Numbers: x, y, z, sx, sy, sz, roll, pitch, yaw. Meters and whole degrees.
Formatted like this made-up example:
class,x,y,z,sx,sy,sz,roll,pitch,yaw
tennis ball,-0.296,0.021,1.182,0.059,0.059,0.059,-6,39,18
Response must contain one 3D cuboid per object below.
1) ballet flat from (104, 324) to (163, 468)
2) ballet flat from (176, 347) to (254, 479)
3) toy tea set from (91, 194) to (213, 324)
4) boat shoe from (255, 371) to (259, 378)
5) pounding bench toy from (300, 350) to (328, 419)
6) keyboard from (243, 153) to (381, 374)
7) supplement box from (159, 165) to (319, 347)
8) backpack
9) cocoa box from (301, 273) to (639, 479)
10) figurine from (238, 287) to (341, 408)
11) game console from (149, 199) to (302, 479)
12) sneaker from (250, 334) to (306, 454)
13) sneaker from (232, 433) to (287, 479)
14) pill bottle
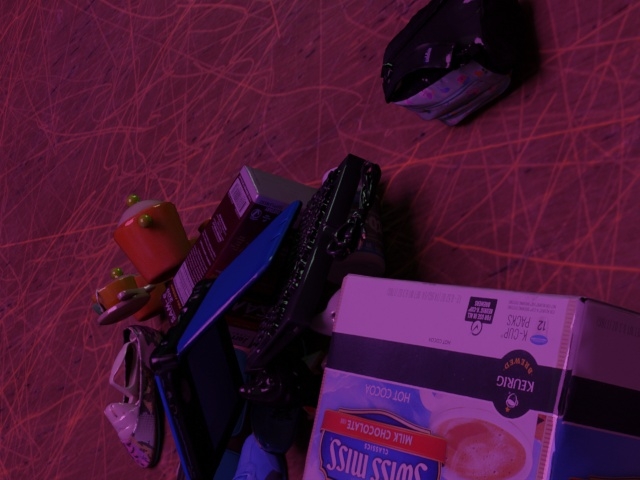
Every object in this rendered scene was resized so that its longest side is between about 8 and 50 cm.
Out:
class,x,y,z,sx,sy,sz,roll,pitch,yaw
ballet flat,-0.283,0.231,2.039,0.077,0.079,0.221,-27,55,47
ballet flat,-0.142,0.279,1.813,0.096,0.095,0.280,-39,35,54
toy tea set,-0.249,0.018,1.969,0.336,0.200,0.124,-39,78,45
boat shoe,-0.056,0.149,1.782,0.040,0.049,0.142,141,140,-77
pounding bench toy,0.005,0.176,1.651,0.083,0.065,0.052,-27,22,48
keyboard,0.000,0.000,1.509,0.201,0.033,0.317,-44,16,35
supplement box,-0.100,0.026,1.817,0.239,0.130,0.073,-56,37,25
backpack,0.153,-0.211,1.572,0.182,0.115,0.152,-36,36,44
cocoa box,0.180,0.172,1.251,0.347,0.231,0.228,4,80,56
figurine,0.048,0.130,1.482,0.215,0.209,0.092,-48,41,32
game console,-0.085,0.118,1.629,0.293,0.173,0.250,-67,-37,-73
sneaker,-0.051,0.189,1.711,0.073,0.063,0.162,118,159,-74
sneaker,-0.092,0.337,1.714,0.069,0.082,0.209,-35,47,46
pill bottle,0.038,-0.019,1.684,0.078,0.078,0.137,-35,49,43
